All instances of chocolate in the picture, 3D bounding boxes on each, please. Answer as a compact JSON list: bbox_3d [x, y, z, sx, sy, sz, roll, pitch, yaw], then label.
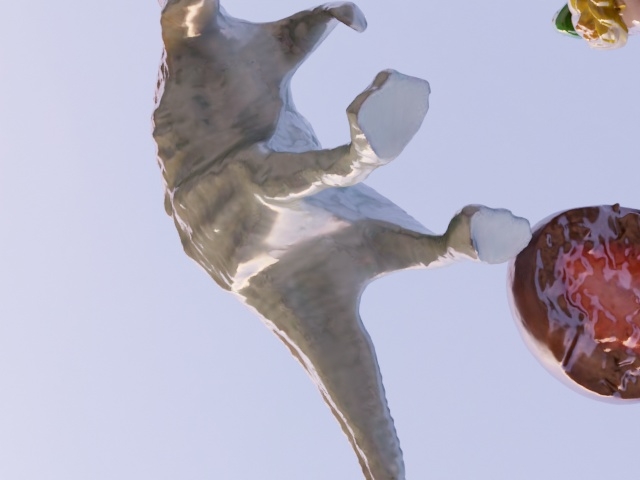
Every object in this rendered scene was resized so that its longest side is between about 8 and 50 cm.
[{"bbox_3d":[0.179,0.034,1.019,0.127,0.133,0.124,-38,-169,47],"label":"chocolate"}]

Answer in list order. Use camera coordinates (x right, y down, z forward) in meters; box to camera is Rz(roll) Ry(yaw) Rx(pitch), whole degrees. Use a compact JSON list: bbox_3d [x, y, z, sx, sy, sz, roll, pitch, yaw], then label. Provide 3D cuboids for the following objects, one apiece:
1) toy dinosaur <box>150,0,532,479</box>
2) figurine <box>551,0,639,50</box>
[{"bbox_3d":[0.000,0.000,0.694,0.205,0.092,0.392,-3,-74,52],"label":"toy dinosaur"},{"bbox_3d":[0.188,-0.170,0.961,0.156,0.095,0.114,-166,-115,-65],"label":"figurine"}]
